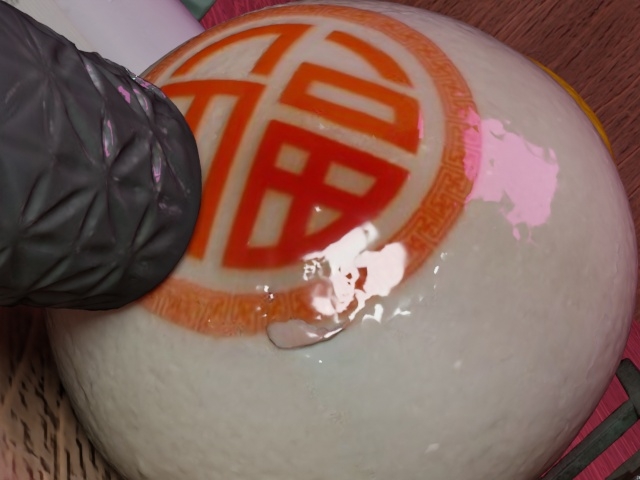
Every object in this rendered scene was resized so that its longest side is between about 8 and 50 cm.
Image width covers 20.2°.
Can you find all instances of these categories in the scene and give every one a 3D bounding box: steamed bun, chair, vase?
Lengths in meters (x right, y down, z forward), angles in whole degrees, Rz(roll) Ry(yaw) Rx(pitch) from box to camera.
[{"bbox_3d":[0.000,0.000,0.826,0.283,0.283,0.177,53,-8,37],"label":"steamed bun"},{"bbox_3d":[0.272,0.229,1.390,0.136,0.147,0.270,43,8,-25],"label":"chair"},{"bbox_3d":[-0.175,-0.051,0.646,0.251,0.156,0.301,43,14,31],"label":"vase"}]

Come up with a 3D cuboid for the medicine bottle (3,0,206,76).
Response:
[{"bbox_3d":[-0.153,-0.120,1.097,0.252,0.144,0.144,51,12,18],"label":"medicine bottle"}]

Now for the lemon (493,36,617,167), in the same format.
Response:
[{"bbox_3d":[0.076,-0.015,1.235,0.293,0.293,0.293,43,11,-10],"label":"lemon"}]

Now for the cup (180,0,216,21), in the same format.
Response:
[{"bbox_3d":[-0.181,-0.349,1.225,0.392,0.310,0.401,36,-1,-9],"label":"cup"}]
